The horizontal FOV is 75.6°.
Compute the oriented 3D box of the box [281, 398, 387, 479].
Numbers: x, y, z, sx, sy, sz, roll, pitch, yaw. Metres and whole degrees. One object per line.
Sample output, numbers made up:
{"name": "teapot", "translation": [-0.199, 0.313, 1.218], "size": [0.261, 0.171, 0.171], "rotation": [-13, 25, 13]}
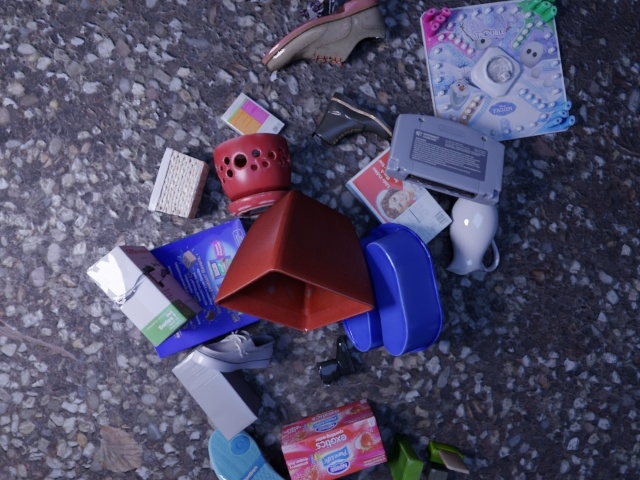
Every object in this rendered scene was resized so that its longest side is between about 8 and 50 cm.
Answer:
{"name": "box", "translation": [0.034, 0.543, 1.107], "size": [0.256, 0.122, 0.128], "rotation": [-17, 92, -3]}

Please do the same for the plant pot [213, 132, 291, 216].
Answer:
{"name": "plant pot", "translation": [-0.160, -0.159, 1.049], "size": [0.191, 0.191, 0.174], "rotation": [-14, 87, -3]}

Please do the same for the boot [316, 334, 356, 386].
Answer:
{"name": "boot", "translation": [0.037, 0.335, 1.146], "size": [0.099, 0.045, 0.121], "rotation": [-19, 93, 0]}

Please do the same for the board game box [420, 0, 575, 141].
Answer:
{"name": "board game box", "translation": [0.503, -0.480, 1.162], "size": [0.389, 0.050, 0.391], "rotation": [-9, 91, -3]}

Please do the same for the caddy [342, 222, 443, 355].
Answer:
{"name": "caddy", "translation": [0.177, 0.128, 1.054], "size": [0.179, 0.241, 0.342], "rotation": [-12, 92, -39]}

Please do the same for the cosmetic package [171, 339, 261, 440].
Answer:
{"name": "cosmetic package", "translation": [-0.267, 0.384, 1.086], "size": [0.107, 0.127, 0.238], "rotation": [-40, 94, -2]}

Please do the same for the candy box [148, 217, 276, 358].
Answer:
{"name": "candy box", "translation": [-0.308, 0.116, 1.083], "size": [0.316, 0.122, 0.268], "rotation": [-20, 93, -4]}

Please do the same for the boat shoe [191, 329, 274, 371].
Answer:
{"name": "boat shoe", "translation": [-0.205, 0.270, 1.034], "size": [0.096, 0.267, 0.088], "rotation": [17, 86, 36]}

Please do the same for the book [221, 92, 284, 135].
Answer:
{"name": "book", "translation": [-0.184, -0.324, 1.131], "size": [0.144, 0.035, 0.096], "rotation": [37, 85, -4]}

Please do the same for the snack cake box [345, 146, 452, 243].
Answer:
{"name": "snack cake box", "translation": [0.210, -0.102, 1.129], "size": [0.152, 0.089, 0.264], "rotation": [-40, 92, 0]}

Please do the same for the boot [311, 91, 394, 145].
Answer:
{"name": "boot", "translation": [0.088, -0.296, 1.134], "size": [0.197, 0.077, 0.137], "rotation": [33, 93, 10]}

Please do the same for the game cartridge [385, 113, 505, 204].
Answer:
{"name": "game cartridge", "translation": [0.327, -0.220, 1.072], "size": [0.297, 0.062, 0.198], "rotation": [16, 63, -2]}

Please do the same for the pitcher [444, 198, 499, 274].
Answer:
{"name": "pitcher", "translation": [0.434, -0.013, 1.139], "size": [0.177, 0.125, 0.207], "rotation": [2, 98, -28]}

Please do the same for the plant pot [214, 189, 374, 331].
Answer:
{"name": "plant pot", "translation": [-0.055, 0.045, 0.972], "size": [0.267, 0.267, 0.236], "rotation": [24, 55, -30]}

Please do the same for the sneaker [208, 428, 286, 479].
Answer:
{"name": "sneaker", "translation": [-0.183, 0.656, 1.100], "size": [0.127, 0.208, 0.319], "rotation": [-31, 55, -34]}

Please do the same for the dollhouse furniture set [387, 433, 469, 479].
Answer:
{"name": "dollhouse furniture set", "translation": [0.269, 0.715, 1.109], "size": [0.197, 0.151, 0.302], "rotation": [16, 90, -4]}

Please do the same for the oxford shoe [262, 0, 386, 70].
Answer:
{"name": "oxford shoe", "translation": [0.015, -0.523, 1.100], "size": [0.348, 0.123, 0.130], "rotation": [-25, 109, 4]}

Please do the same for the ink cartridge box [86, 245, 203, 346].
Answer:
{"name": "ink cartridge box", "translation": [-0.389, 0.117, 0.937], "size": [0.092, 0.160, 0.219], "rotation": [-42, 92, -3]}

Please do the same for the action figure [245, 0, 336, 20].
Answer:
{"name": "action figure", "translation": [-0.063, -0.695, 1.107], "size": [0.284, 0.099, 0.186], "rotation": [-2, 84, -7]}

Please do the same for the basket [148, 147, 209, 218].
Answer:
{"name": "basket", "translation": [-0.366, -0.142, 1.083], "size": [0.103, 0.113, 0.167], "rotation": [18, 89, -8]}
